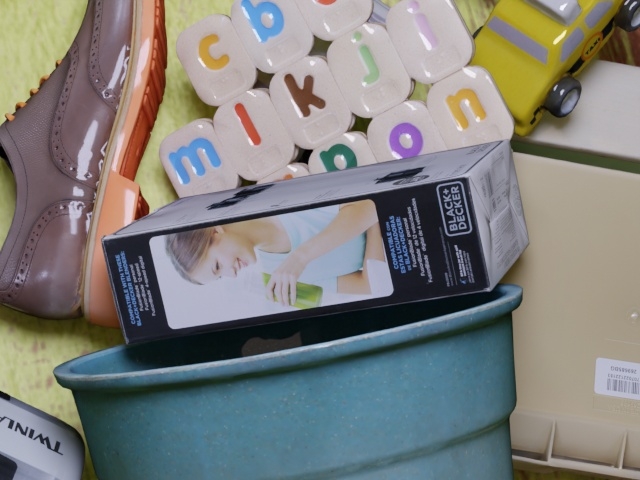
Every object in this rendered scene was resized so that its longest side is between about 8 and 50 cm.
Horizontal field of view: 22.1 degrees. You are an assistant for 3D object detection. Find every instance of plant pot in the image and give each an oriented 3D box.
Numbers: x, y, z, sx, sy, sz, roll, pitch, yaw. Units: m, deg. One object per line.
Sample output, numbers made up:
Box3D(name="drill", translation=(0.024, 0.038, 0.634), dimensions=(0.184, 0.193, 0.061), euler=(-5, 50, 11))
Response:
Box3D(name="plant pot", translation=(0.003, 0.224, 1.186), dimensions=(0.341, 0.341, 0.334), euler=(-9, 92, -12))

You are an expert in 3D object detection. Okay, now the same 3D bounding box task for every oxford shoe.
Box3D(name="oxford shoe", translation=(-0.201, -0.112, 1.360), dimensions=(0.132, 0.130, 0.364), euler=(5, 71, 1))

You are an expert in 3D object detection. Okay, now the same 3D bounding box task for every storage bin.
Box3D(name="storage bin", translation=(0.246, 0.076, 1.379), dimensions=(0.262, 0.123, 0.260), euler=(10, 73, -7))

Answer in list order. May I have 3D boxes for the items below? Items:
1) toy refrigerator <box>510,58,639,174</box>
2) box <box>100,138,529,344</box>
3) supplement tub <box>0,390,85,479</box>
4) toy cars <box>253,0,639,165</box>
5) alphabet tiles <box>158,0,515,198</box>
Box3D(name="toy refrigerator", translation=(0.270, -0.090, 1.440), dimensions=(0.269, 0.102, 0.094), euler=(9, 73, -7))
Box3D(name="box", translation=(0.000, 0.000, 1.258), dimensions=(0.289, 0.169, 0.087), euler=(-9, 99, 18))
Box3D(name="supplement tub", translation=(-0.359, 0.162, 1.184), dimensions=(0.338, 0.207, 0.207), euler=(28, 71, -12))
Box3D(name="toy cars", translation=(0.089, -0.163, 1.362), dimensions=(0.393, 0.087, 0.177), euler=(-13, 66, 15))
Box3D(name="alphabet tiles", translation=(0.010, -0.081, 1.338), dimensions=(0.284, 0.021, 0.278), euler=(-28, 91, 21))
